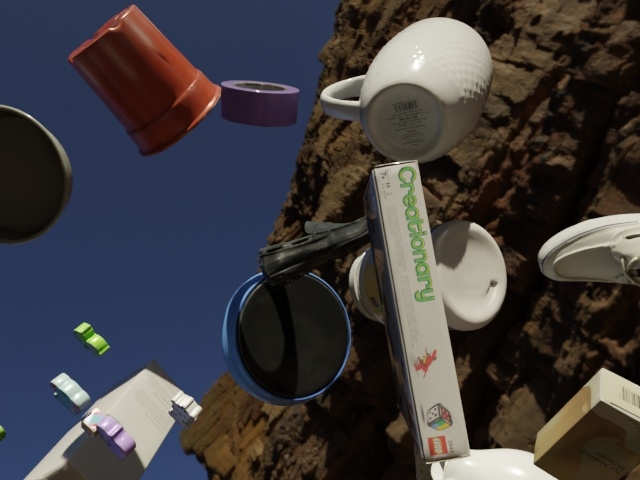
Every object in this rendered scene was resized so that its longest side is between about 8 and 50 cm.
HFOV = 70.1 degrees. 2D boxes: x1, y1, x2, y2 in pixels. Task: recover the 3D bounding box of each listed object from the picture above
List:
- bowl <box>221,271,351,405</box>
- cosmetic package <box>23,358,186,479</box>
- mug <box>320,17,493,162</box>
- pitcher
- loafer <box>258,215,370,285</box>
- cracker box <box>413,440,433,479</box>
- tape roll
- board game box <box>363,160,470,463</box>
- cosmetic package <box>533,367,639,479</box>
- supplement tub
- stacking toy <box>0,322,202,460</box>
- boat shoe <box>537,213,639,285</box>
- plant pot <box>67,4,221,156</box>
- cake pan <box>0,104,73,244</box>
[{"bbox_3d":[-0.084,0.266,1.298,0.391,0.077,0.390,10,-110,-28],"label":"bowl"},{"bbox_3d":[-0.476,0.456,1.028,0.197,0.365,0.155,-34,-79,15],"label":"cosmetic package"},{"bbox_3d":[0.183,-0.328,1.041,0.374,0.328,0.276,8,-53,21],"label":"mug"},{"bbox_3d":[0.280,0.396,0.706,0.207,0.178,0.125,13,-81,14],"label":"pitcher"},{"bbox_3d":[0.000,0.000,0.743,0.223,0.078,0.076,-25,-12,9],"label":"loafer"},{"bbox_3d":[0.293,0.601,1.253,0.067,0.156,0.232,-5,-87,11],"label":"cracker box"},{"bbox_3d":[-0.149,-0.339,1.120,0.189,0.189,0.080,-5,-62,-21],"label":"tape roll"},{"bbox_3d":[0.105,0.075,0.555,0.053,0.193,0.305,-10,-94,2],"label":"board game box"},{"bbox_3d":[0.247,0.175,0.408,0.041,0.060,0.115,-44,-25,-48],"label":"cosmetic package"},{"bbox_3d":[0.242,0.094,1.102,0.241,0.331,0.240,6,-102,-29],"label":"supplement tub"},{"bbox_3d":[-0.279,0.212,0.554,0.167,0.221,0.052,-46,-11,-48],"label":"stacking toy"},{"bbox_3d":[0.448,0.022,0.630,0.268,0.088,0.096,-10,-59,26],"label":"boat shoe"},{"bbox_3d":[-0.435,-0.396,1.117,0.272,0.272,0.265,-39,-54,1],"label":"plant pot"},{"bbox_3d":[-0.670,-0.139,0.980,0.293,0.054,0.293,1,-79,3],"label":"cake pan"}]
